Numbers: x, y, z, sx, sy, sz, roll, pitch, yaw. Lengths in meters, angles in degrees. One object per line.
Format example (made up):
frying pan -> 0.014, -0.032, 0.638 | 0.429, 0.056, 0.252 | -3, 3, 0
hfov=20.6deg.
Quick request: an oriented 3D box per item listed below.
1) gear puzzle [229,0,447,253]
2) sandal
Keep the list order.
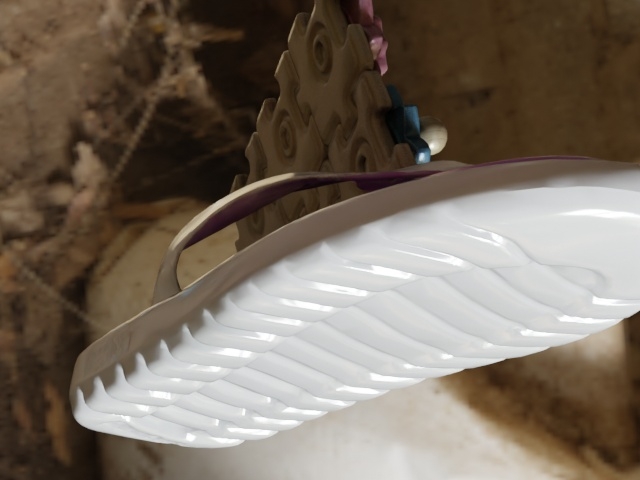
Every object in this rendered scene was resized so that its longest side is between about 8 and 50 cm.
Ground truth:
gear puzzle -> 0.000, 0.000, 1.066 | 0.044, 0.339, 0.175 | -7, 59, -22
sandal -> 0.000, 0.014, 0.877 | 0.169, 0.416, 0.102 | 16, 63, -38
